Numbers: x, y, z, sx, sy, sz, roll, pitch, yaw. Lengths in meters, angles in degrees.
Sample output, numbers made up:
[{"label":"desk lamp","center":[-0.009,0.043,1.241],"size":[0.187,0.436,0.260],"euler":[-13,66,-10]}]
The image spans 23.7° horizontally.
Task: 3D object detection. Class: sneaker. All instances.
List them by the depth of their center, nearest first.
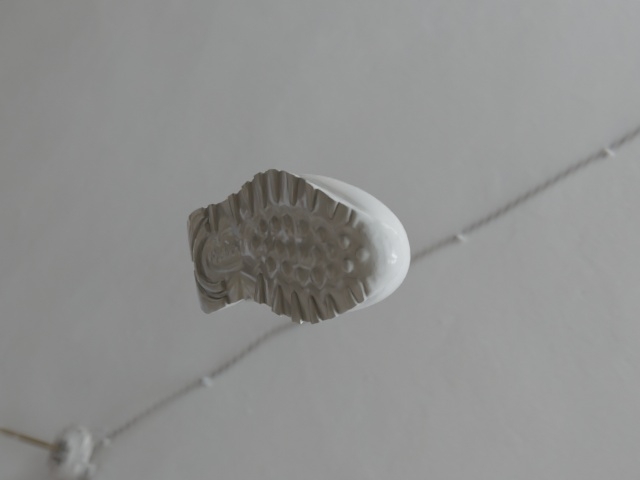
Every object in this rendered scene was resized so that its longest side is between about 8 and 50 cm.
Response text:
[{"label":"sneaker","center":[0.000,0.000,0.919],"size":[0.235,0.094,0.090],"euler":[2,-84,64]}]
